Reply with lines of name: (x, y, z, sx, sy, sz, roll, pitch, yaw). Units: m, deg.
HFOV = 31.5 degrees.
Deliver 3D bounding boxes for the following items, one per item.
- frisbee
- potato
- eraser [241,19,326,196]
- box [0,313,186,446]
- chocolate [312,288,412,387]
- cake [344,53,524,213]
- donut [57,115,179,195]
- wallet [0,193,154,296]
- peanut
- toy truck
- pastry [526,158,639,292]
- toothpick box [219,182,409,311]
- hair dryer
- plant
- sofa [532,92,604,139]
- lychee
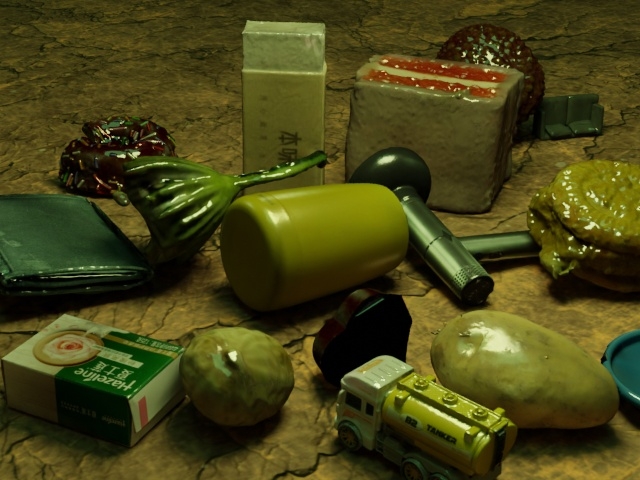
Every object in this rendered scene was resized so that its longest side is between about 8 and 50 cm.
frisbee: (0.492, 0.187, 1.505, 0.242, 0.045, 0.242, 1, 26, 0)
potato: (0.256, 0.171, 1.452, 0.234, 0.128, 0.161, 5, 41, -3)
eraser: (-0.062, -0.197, 1.933, 0.144, 0.343, 0.078, 2, 27, 3)
box: (-0.286, 0.175, 1.450, 0.199, 0.081, 0.135, 11, 27, 22)
chocolate: (0.060, 0.126, 1.524, 0.125, 0.149, 0.080, 32, 5, -36)
cake: (0.204, -0.205, 2.108, 0.308, 0.230, 0.237, 8, 24, 17)
donut: (-0.374, -0.163, 2.128, 0.216, 0.096, 0.230, 12, 27, 21)
wallet: (-0.428, 0.009, 1.799, 0.237, 0.075, 0.342, -6, 24, -29)
peanut: (-0.105, 0.171, 1.433, 0.159, 0.109, 0.140, 5, 46, -51)
toy truck: (0.123, 0.216, 1.344, 0.227, 0.114, 0.098, 23, 33, 38)
pastry: (0.455, -0.034, 1.806, 0.235, 0.132, 0.240, 10, 33, -14)
toothpick box: (0.000, 0.000, 1.727, 0.271, 0.175, 0.175, -12, 28, -33)
hair dryer: (0.235, -0.004, 1.881, 0.284, 0.156, 0.320, 6, 30, -43)
plant: (-0.160, -0.105, 1.766, 0.333, 0.180, 0.251, -33, 6, -2)
sofa: (0.526, -0.261, 2.400, 0.147, 0.085, 0.060, -6, 23, -16)
lychee: (0.346, -0.331, 2.375, 0.236, 0.236, 0.271, -13, 32, -27)
